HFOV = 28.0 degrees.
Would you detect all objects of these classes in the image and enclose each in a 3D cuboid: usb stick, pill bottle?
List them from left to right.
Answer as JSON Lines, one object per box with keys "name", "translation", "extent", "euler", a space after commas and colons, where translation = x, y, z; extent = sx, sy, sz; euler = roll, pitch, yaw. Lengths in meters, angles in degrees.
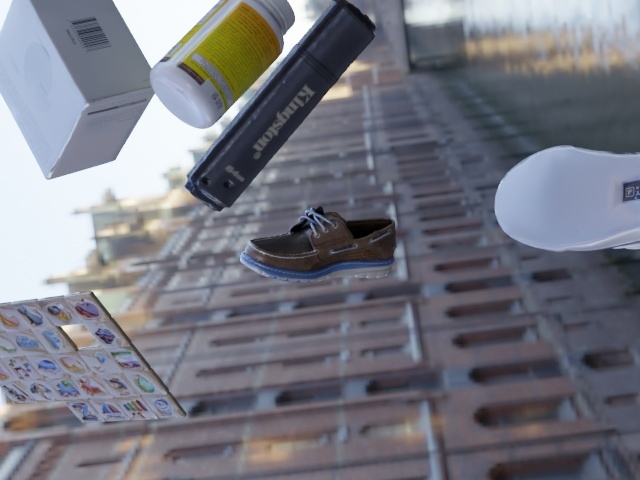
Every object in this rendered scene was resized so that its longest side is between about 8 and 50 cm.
{"name": "pill bottle", "translation": [-0.132, -0.266, 1.811], "extent": [0.215, 0.117, 0.117], "euler": [-49, -26, -22]}
{"name": "usb stick", "translation": [-0.044, -0.151, 1.435], "extent": [0.045, 0.278, 0.077], "euler": [44, -175, 34]}

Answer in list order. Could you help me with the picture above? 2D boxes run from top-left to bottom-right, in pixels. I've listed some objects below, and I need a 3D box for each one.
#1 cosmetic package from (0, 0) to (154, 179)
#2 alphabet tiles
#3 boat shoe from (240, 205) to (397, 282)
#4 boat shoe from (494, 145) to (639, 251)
{"name": "cosmetic package", "translation": [-0.383, -0.253, 1.968], "extent": [0.224, 0.138, 0.225], "euler": [60, 142, 13]}
{"name": "alphabet tiles", "translation": [-0.290, 0.138, 1.439], "extent": [0.198, 0.237, 0.009], "euler": [58, -140, -33]}
{"name": "boat shoe", "translation": [0.000, 0.000, 1.307], "extent": [0.066, 0.183, 0.066], "euler": [33, 117, 44]}
{"name": "boat shoe", "translation": [0.277, -0.036, 1.102], "extent": [0.088, 0.267, 0.096], "euler": [20, -113, -44]}
